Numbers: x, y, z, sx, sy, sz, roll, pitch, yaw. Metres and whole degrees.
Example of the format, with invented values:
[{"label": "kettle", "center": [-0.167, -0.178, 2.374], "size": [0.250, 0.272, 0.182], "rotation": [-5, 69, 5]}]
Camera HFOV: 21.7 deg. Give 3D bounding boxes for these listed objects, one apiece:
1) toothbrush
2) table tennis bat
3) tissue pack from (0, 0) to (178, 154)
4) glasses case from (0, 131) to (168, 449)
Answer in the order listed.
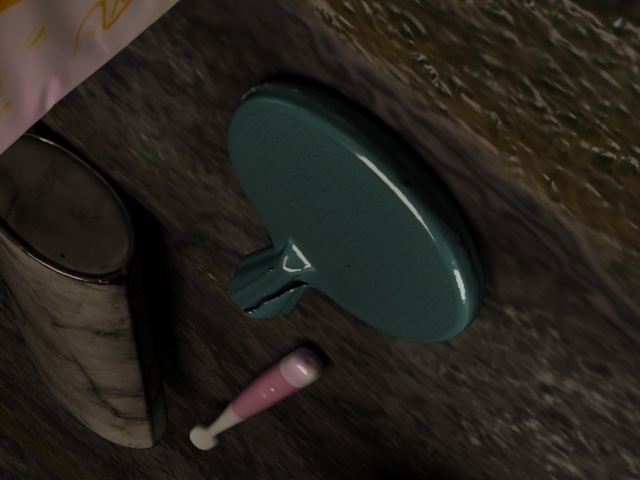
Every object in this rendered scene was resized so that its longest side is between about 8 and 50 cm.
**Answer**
[{"label": "toothbrush", "center": [-0.039, 0.093, 0.970], "size": [0.020, 0.025, 0.286], "rotation": [47, 160, 0]}, {"label": "table tennis bat", "center": [0.000, 0.000, 0.679], "size": [0.124, 0.033, 0.201], "rotation": [47, 159, -2]}, {"label": "tissue pack", "center": [-0.182, -0.091, 0.560], "size": [0.185, 0.225, 0.124], "rotation": [36, 159, 25]}, {"label": "glasses case", "center": [-0.143, 0.042, 1.012], "size": [0.114, 0.060, 0.299], "rotation": [39, 161, 15]}]
